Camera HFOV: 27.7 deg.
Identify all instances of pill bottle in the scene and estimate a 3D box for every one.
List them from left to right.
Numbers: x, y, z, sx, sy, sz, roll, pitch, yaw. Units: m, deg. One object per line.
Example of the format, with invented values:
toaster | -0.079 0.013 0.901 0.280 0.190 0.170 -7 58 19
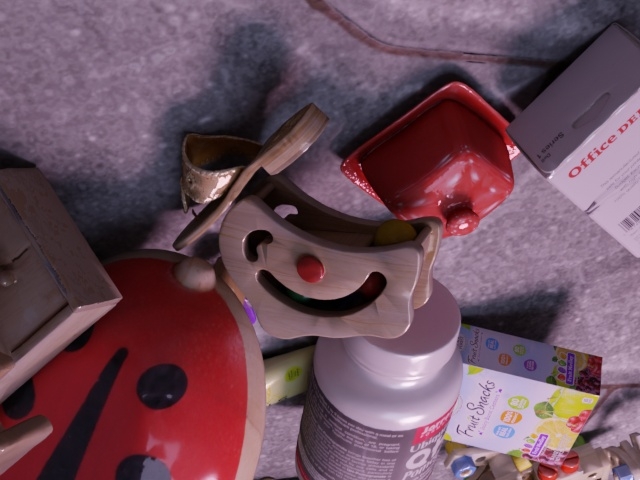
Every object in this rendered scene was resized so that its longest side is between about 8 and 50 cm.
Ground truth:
pill bottle | 0.071 0.183 1.540 0.176 0.176 0.319 -7 139 -15

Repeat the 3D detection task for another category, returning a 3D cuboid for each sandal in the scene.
sandal | -0.093 -0.080 1.243 0.079 0.088 0.240 44 133 -12

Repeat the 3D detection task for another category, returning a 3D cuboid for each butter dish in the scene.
butter dish | 0.129 -0.056 1.317 0.160 0.118 0.160 -35 139 21

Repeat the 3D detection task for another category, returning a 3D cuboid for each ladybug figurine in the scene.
ladybug figurine | -0.226 0.212 1.334 0.449 0.305 0.162 -66 165 17

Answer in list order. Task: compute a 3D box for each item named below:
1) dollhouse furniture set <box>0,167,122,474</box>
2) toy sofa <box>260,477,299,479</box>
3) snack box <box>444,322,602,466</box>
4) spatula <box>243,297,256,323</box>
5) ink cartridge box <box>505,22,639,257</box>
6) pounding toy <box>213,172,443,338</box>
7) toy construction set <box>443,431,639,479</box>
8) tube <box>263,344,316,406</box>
dollhouse furniture set | -0.400 0.079 1.091 0.256 0.362 0.394 -40 168 23
toy sofa | -0.076 0.502 1.906 0.177 0.150 0.363 -1 140 -14
snack box | 0.234 0.198 1.658 0.207 0.070 0.174 14 139 2
spatula | -0.030 0.039 1.442 0.296 0.030 0.084 -22 138 5
ink cartridge box | 0.317 -0.100 1.341 0.160 0.093 0.219 -45 136 12
pounding toy | 0.000 0.000 1.326 0.269 0.155 0.154 -2 113 25
toy construction set | 0.343 0.341 1.895 0.327 0.151 0.215 -6 142 2
tube | -0.100 0.184 1.575 0.240 0.062 0.070 -17 -174 -16
